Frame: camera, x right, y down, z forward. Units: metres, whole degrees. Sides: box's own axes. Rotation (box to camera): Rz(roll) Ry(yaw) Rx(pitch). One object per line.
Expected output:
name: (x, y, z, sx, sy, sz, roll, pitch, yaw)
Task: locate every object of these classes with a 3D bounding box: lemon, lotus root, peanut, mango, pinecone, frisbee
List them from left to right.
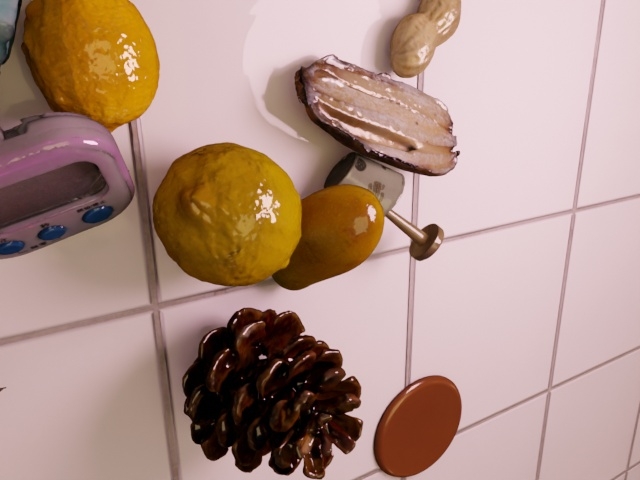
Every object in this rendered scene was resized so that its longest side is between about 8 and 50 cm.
lemon: (-0.261, -0.215, 0.615, 0.142, 0.142, 0.187, -19, 115, -26)
lemon: (-0.121, -0.033, 0.726, 0.192, 0.192, 0.231, -61, 159, -2)
pinecone: (-0.071, 0.222, 0.797, 0.244, 0.309, 0.243, -27, 123, -49)
mango: (0.000, 0.000, 0.835, 0.136, 0.099, 0.227, 43, 121, -13)
lotus root: (0.089, -0.189, 0.880, 0.330, 0.078, 0.167, 14, 64, -33)
frisbee: (0.223, 0.417, 1.196, 0.251, 0.021, 0.250, -9, 109, -28)
peanut: (0.175, -0.351, 0.886, 0.187, 0.082, 0.082, -51, 124, -8)

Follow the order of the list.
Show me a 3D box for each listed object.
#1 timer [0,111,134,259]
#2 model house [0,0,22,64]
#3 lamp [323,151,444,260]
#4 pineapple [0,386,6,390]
timer: (-0.325, -0.058, 0.607, 0.209, 0.190, 0.069, -23, 72, -15)
model house: (-0.427, -0.260, 0.486, 0.281, 0.230, 0.248, 12, 57, -37)
lamp: (0.111, -0.055, 0.907, 0.215, 0.121, 0.121, 35, 85, -19)
pineapple: (-0.548, 0.203, 0.564, 0.365, 0.165, 0.165, 15, 97, -37)
